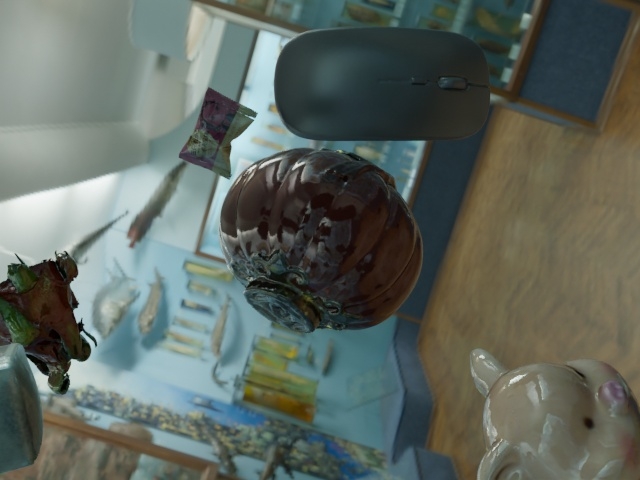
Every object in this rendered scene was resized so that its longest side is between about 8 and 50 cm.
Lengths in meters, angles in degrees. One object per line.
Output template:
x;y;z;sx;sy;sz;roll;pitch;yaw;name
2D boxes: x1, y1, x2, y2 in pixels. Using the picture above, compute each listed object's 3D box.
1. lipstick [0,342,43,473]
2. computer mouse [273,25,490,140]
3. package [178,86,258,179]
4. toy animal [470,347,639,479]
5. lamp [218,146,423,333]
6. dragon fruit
-0.315;0.128;0.481;0.077;0.290;0.076;-163;64;-74;lipstick
0.068;-0.162;0.858;0.057;0.232;0.120;179;92;-84;computer mouse
-0.105;-0.108;0.835;0.029;0.059;0.083;-76;12;-68;package
0.247;0.201;0.736;0.149;0.248;0.165;-42;20;21;toy animal
0.000;0.000;1.182;0.257;0.303;0.303;-61;-3;-23;lamp
-0.311;0.087;0.911;0.138;0.175;0.142;-32;21;-2;dragon fruit
